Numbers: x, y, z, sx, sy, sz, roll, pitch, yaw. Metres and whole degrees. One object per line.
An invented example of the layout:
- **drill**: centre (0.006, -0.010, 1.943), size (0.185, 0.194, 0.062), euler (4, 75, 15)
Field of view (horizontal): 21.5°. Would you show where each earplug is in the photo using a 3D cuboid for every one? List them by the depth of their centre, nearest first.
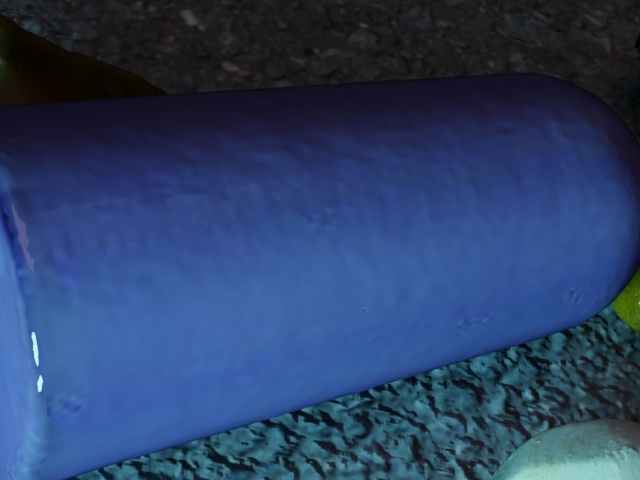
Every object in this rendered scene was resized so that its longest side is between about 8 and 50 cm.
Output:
- **earplug**: centre (0.000, 0.000, 1.016), size (0.456, 0.215, 0.215), euler (-10, 57, -27)

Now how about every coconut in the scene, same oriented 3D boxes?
- **coconut**: centre (0.159, 0.194, 0.935), size (0.161, 0.161, 0.162), euler (4, 54, -13)

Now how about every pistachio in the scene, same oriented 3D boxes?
- **pistachio**: centre (-0.178, -0.077, 1.082), size (0.189, 0.100, 0.110), euler (19, 72, -53)

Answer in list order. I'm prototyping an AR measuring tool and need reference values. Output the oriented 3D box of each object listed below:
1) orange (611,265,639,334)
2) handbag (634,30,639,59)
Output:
- **orange**: centre (0.239, 0.024, 1.133), size (0.085, 0.085, 0.095), euler (25, 44, 4)
- **handbag**: centre (0.358, -0.112, 1.244), size (0.229, 0.127, 0.208), euler (-12, 51, -23)
